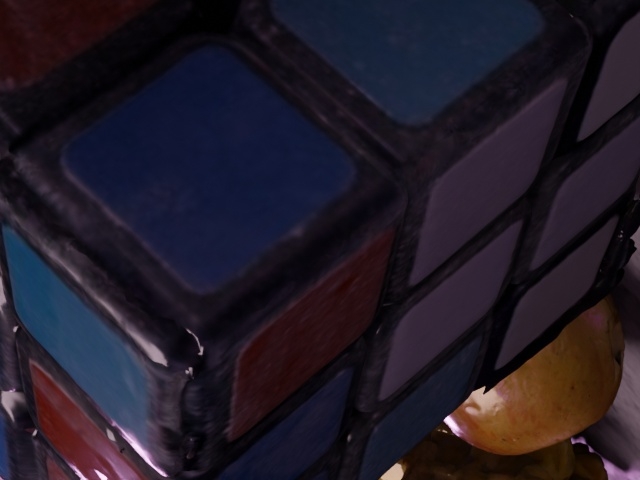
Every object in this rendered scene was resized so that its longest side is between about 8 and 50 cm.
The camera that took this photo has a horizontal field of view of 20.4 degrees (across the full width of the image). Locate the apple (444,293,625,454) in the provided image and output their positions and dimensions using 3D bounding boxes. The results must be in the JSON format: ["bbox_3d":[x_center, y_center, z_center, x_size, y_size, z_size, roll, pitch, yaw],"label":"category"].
[{"bbox_3d":[0.132,0.076,1.169,0.146,0.146,0.146,46,164,17],"label":"apple"}]

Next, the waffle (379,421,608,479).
[{"bbox_3d":[0.064,0.193,1.427,0.324,0.261,0.151,31,148,44],"label":"waffle"}]

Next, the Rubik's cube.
[{"bbox_3d":[-0.060,-0.071,0.891,0.359,0.363,0.362,45,155,18],"label":"Rubik's cube"}]
